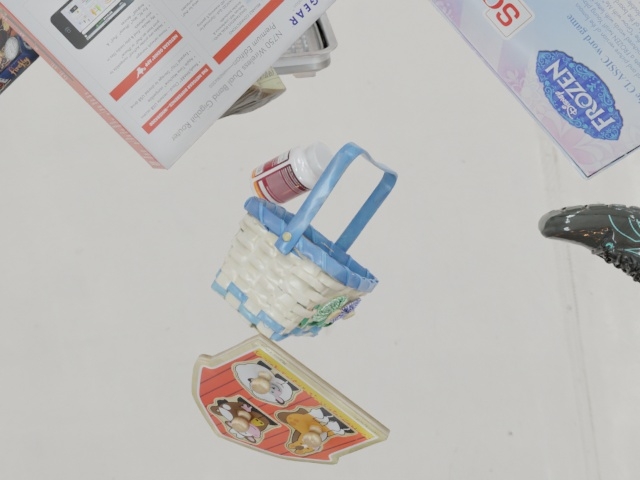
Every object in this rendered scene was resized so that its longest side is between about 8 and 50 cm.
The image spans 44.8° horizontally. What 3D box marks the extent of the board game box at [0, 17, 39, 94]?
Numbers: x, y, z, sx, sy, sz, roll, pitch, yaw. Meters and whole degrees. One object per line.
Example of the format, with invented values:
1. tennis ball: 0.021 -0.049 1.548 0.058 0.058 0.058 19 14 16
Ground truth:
1. board game box: -0.647 -0.428 1.543 0.165 0.042 0.243 -30 72 32

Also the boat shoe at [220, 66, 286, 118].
1. boat shoe: -0.137 -0.237 1.143 0.104 0.285 0.089 -27 93 16

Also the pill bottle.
1. pill bottle: -0.051 -0.123 1.435 0.152 0.086 0.086 -23 95 32

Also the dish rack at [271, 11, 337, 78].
1. dish rack: -0.141 -0.387 1.558 0.333 0.285 0.072 -7 125 -4

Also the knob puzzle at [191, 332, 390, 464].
1. knob puzzle: -0.056 0.183 0.795 0.213 0.030 0.213 13 138 12

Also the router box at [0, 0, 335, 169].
1. router box: -0.179 -0.304 0.909 0.335 0.082 0.301 -47 112 -12

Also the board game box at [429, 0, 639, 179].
1. board game box: 0.192 -0.240 0.472 0.319 0.066 0.318 47 136 -6

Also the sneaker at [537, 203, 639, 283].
1. sneaker: 0.430 0.006 1.048 0.267 0.101 0.106 5 88 5

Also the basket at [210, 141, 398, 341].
1. basket: 0.000 0.000 1.122 0.201 0.255 0.289 34 97 19
